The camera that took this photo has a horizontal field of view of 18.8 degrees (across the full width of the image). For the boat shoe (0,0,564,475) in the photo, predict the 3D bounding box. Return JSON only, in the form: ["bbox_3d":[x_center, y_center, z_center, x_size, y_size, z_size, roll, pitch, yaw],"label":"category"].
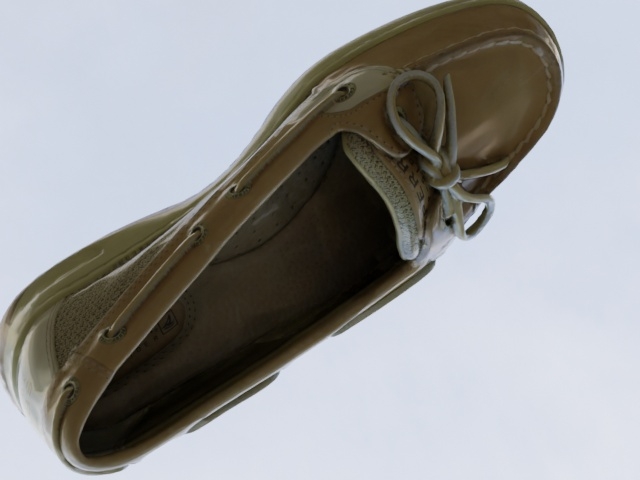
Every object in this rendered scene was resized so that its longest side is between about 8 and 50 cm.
[{"bbox_3d":[-0.001,-0.001,0.438,0.153,0.056,0.048,-32,-152,-13],"label":"boat shoe"}]
